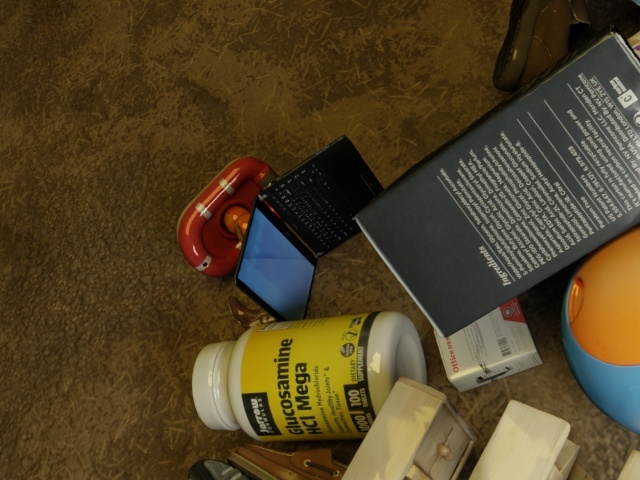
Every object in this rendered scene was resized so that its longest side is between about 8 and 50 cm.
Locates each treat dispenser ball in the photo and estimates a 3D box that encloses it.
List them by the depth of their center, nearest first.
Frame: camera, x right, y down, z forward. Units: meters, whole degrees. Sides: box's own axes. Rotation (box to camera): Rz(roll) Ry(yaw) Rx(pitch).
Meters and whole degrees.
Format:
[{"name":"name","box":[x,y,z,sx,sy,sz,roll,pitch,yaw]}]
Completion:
[{"name":"treat dispenser ball","box":[0.447,0.107,1.041,0.288,0.288,0.288,-13,57,21]}]

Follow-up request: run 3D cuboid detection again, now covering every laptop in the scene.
[{"name":"laptop","box":[0.000,0.000,1.381,0.264,0.234,0.136,-33,53,7]}]

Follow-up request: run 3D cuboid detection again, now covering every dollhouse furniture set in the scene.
[{"name":"dollhouse furniture set","box":[0.215,0.361,0.960,0.394,0.362,0.256,20,69,36]}]

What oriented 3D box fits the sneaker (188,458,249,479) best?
[{"name":"sneaker","box":[-0.120,0.436,1.244,0.229,0.086,0.132,33,120,23]}]

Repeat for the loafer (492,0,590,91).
[{"name":"loafer","box":[0.409,-0.395,1.490,0.130,0.134,0.365,22,68,-2]}]

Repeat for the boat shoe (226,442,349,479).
[{"name":"boat shoe","box":[-0.004,0.367,1.255,0.307,0.110,0.104,19,56,35]}]

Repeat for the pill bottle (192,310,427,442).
[{"name":"pill bottle","box":[-0.020,0.214,1.292,0.334,0.188,0.187,-9,58,24]}]

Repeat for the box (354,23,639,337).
[{"name":"box","box":[0.290,-0.090,1.152,0.395,0.293,0.212,-36,92,23]}]

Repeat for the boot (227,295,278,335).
[{"name":"boot","box":[-0.100,0.116,1.490,0.114,0.037,0.106,-35,65,10]}]

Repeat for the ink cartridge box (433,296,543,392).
[{"name":"ink cartridge box","box":[0.251,0.157,1.264,0.135,0.056,0.099,-22,53,14]}]

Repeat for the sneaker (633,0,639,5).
[{"name":"sneaker","box":[0.493,-0.472,1.414,0.319,0.208,0.127,35,107,30]}]

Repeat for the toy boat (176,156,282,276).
[{"name":"toy boat","box":[-0.148,-0.032,1.519,0.231,0.151,0.151,-47,32,-3]}]

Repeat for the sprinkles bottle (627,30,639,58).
[{"name":"sprinkles bottle","box":[0.509,-0.264,1.325,0.355,0.121,0.121,-36,51,-1]}]
